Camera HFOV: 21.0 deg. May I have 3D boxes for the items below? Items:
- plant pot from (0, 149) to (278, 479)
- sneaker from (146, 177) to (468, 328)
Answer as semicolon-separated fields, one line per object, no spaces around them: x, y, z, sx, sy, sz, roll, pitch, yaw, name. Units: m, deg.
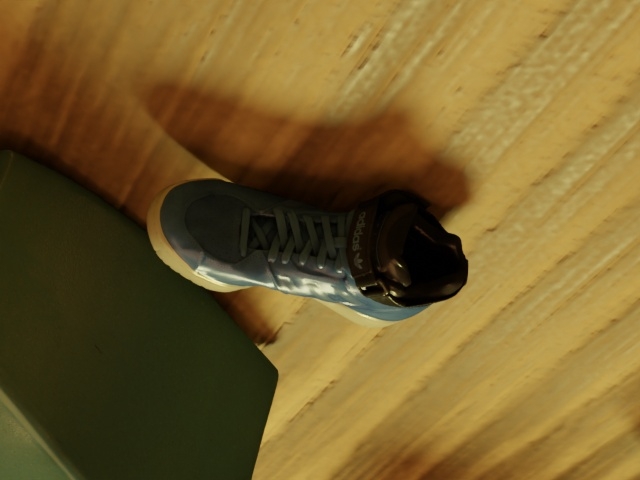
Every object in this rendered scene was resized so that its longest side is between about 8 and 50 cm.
-0.158;0.071;0.890;0.165;0.165;0.234;-7;138;25;plant pot
0.000;-0.001;0.811;0.152;0.058;0.084;22;154;-28;sneaker
